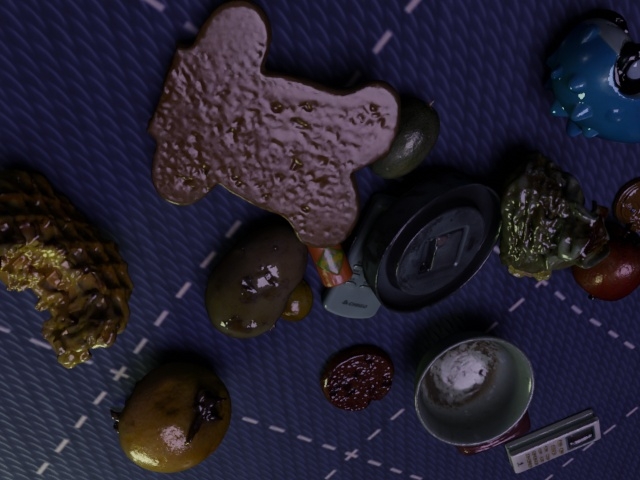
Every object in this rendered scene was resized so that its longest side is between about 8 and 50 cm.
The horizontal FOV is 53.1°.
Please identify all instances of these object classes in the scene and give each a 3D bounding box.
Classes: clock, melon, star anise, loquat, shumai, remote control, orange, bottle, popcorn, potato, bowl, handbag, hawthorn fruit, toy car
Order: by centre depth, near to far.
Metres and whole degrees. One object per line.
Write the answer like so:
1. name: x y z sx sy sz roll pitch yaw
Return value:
1. toy car: 0.510 -0.270 1.149 0.190 0.189 0.255 -38 129 23
2. melon: 0.149 -0.187 1.153 0.114 0.114 0.167 24 118 -28
3. potato: -0.129 0.078 1.243 0.165 0.165 0.262 19 115 -26
4. shumai: 0.465 -0.040 1.244 0.189 0.218 0.256 -34 130 -27
5. bottle: 0.000 0.000 1.260 0.069 0.069 0.187 -25 108 3
6. clock: 0.228 0.008 1.289 0.318 0.066 0.319 -20 136 -21
7. orange: -0.055 0.122 1.338 0.085 0.085 0.095 5 111 -19
8. remote control: 0.108 0.042 1.341 0.140 0.056 0.296 15 119 -22
9. loquat: -0.301 0.372 1.356 0.243 0.244 0.244 -7 126 -10
10. popcorn: 0.461 0.039 1.421 0.109 0.089 0.097 31 148 -21
11. hawthorn fruit: 0.643 0.059 1.436 0.169 0.169 0.188 10 124 -21
12. star anise: -0.416 0.411 1.470 0.141 0.042 0.141 -8 125 -11
13. bowl: 0.348 0.331 1.538 0.289 0.146 0.289 -2 107 -8
14. handbag: 0.426 0.450 1.663 0.225 0.146 0.135 -26 124 2
15. remote control: 0.690 0.597 1.894 0.277 0.055 0.103 -23 128 2

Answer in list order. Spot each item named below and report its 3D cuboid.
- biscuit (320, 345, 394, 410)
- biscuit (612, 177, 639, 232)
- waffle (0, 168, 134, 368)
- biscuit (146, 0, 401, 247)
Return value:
1. biscuit: 0.089 0.335 1.551 0.192 0.049 0.192 -7 119 -12
2. biscuit: 0.733 -0.074 1.447 0.124 0.026 0.175 -41 125 15
3. waffle: -0.455 0.043 1.061 0.151 0.261 0.324 -27 125 14
4. biscuit: -0.078 -0.189 1.077 0.393 0.076 0.368 18 118 -12
